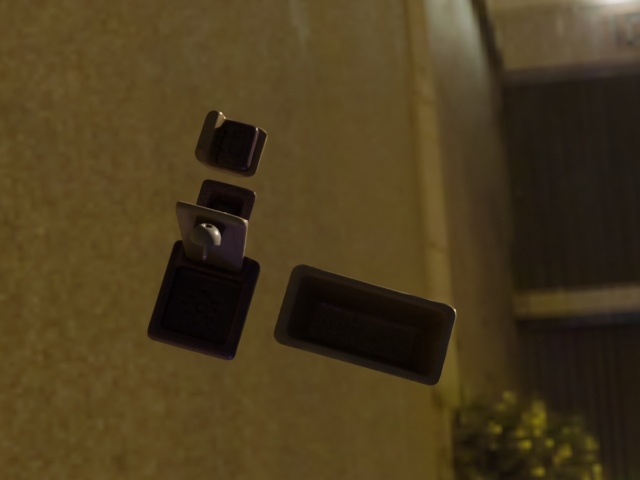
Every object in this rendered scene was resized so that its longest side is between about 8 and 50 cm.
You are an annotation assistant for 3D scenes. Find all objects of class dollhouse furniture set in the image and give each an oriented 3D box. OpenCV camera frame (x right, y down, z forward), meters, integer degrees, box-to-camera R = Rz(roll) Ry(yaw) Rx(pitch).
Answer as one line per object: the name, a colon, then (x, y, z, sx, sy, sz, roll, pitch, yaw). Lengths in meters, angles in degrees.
dollhouse furniture set: (0.000, 0.000, 0.668, 0.081, 0.114, 0.091, 99, 7, -74)
